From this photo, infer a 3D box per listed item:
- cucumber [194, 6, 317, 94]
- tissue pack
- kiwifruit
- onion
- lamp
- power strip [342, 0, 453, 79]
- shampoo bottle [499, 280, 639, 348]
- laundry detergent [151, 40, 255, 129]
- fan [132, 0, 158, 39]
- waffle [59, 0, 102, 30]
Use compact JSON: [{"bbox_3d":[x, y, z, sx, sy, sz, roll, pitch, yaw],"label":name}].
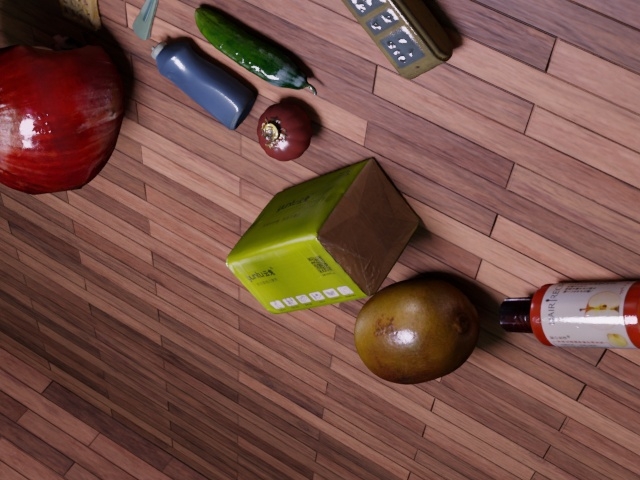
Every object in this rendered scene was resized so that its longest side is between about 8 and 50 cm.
[{"bbox_3d":[-0.111,-0.304,1.650,0.250,0.056,0.056,33,147,10],"label":"cucumber"},{"bbox_3d":[0.000,0.000,1.778,0.274,0.200,0.167,-14,123,51],"label":"tissue pack"},{"bbox_3d":[0.176,0.160,1.817,0.196,0.196,0.234,48,147,-14],"label":"kiwifruit"},{"bbox_3d":[-0.522,-0.237,1.900,0.341,0.341,0.341,26,145,19],"label":"onion"},{"bbox_3d":[-0.061,-0.184,1.715,0.101,0.090,0.101,5,99,33],"label":"lamp"},{"bbox_3d":[0.039,-0.386,1.395,0.387,0.066,0.092,49,143,-16],"label":"power strip"},{"bbox_3d":[0.410,0.119,1.612,0.278,0.104,0.104,-5,128,47],"label":"shampoo bottle"},{"bbox_3d":[-0.213,-0.282,1.771,0.206,0.061,0.096,38,156,3],"label":"laundry detergent"},{"bbox_3d":[-0.291,-0.406,1.735,0.038,0.016,0.193,41,148,0],"label":"fan"},{"bbox_3d":[-0.440,-0.446,1.828,0.092,0.021,0.135,29,147,17],"label":"waffle"}]
